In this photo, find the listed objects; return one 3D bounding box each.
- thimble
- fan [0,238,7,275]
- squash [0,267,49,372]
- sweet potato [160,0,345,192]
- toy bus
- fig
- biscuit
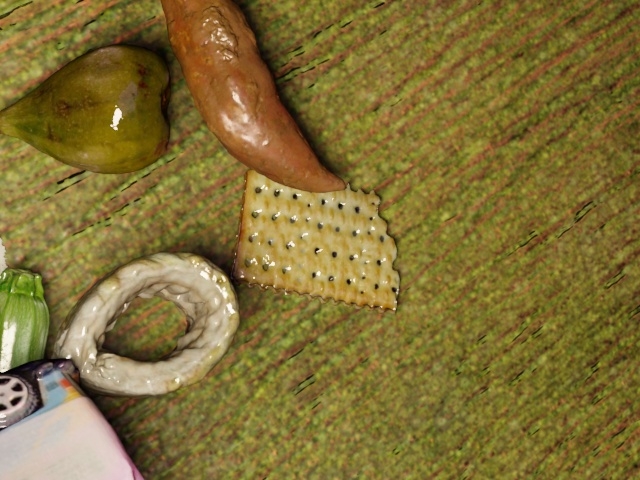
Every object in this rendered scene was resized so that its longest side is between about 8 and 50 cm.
[{"bbox_3d":[-0.180,0.092,1.174,0.190,0.143,0.137,-26,92,-23],"label":"thimble"},{"bbox_3d":[-0.444,-0.050,1.164,0.233,0.012,0.415,-11,87,-24],"label":"fan"},{"bbox_3d":[-0.304,0.136,1.159,0.077,0.068,0.219,-1,83,23],"label":"squash"},{"bbox_3d":[-0.102,-0.185,1.274,0.106,0.095,0.355,-31,92,-18],"label":"sweet potato"},{"bbox_3d":[-0.330,0.263,0.965,0.386,0.171,0.162,-27,47,-32],"label":"toy bus"},{"bbox_3d":[-0.239,-0.137,1.220,0.126,0.184,0.133,-40,129,-57],"label":"fig"},{"bbox_3d":[0.000,0.000,1.326,0.203,0.016,0.144,10,79,-19],"label":"biscuit"}]
